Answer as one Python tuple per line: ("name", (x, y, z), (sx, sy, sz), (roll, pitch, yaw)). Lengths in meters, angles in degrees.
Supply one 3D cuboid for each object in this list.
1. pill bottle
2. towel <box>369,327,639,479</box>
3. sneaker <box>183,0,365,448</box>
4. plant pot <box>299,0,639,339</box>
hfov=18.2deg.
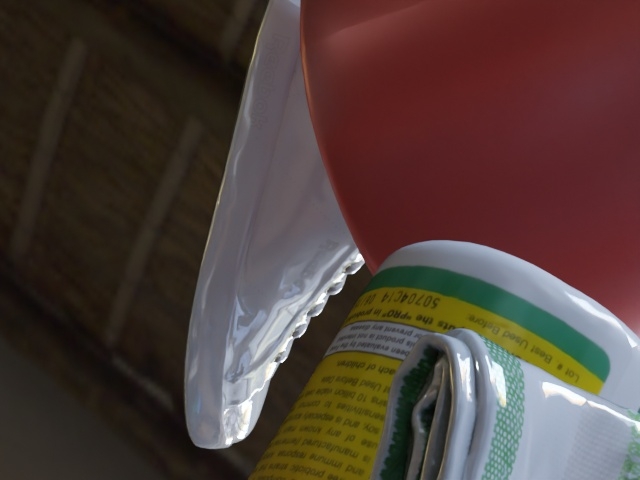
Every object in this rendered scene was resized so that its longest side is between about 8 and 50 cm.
("pill bottle", (0.024, 0.113, 0.673), (0.117, 0.117, 0.208), (50, -119, -38))
("towel", (0.064, 0.090, 0.329), (0.152, 0.113, 0.023), (26, -21, -31))
("sneaker", (0.000, 0.000, 1.109), (0.123, 0.106, 0.290), (15, -66, 0))
("plant pot", (0.166, -0.080, 0.893), (0.243, 0.275, 0.275), (-22, -46, 32))
